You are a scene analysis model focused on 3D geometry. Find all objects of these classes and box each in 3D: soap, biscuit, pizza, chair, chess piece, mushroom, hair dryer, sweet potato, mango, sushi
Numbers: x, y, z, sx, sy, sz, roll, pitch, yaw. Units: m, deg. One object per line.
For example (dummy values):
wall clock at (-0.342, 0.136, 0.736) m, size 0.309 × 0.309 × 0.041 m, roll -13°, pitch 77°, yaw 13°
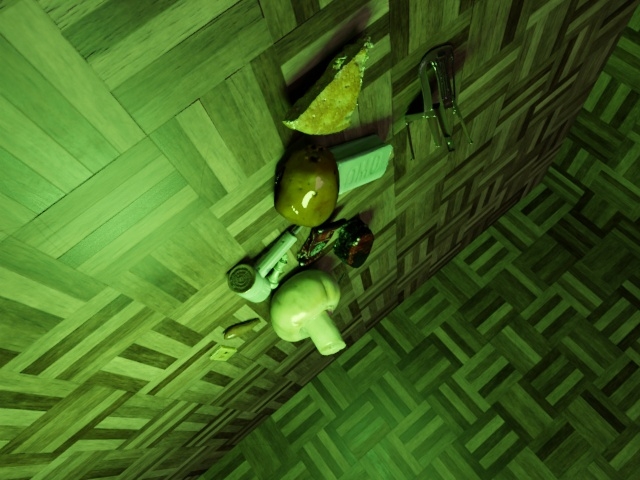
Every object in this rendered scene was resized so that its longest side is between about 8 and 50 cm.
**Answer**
soap at (0.115, -0.250, 1.509) m, size 0.261 × 0.094 × 0.150 m, roll -25°, pitch 151°, yaw -34°
biscuit at (-0.004, 0.002, 1.786) m, size 0.151 × 0.063 × 0.235 m, roll -19°, pitch 150°, yaw -42°
pizza at (0.045, -0.401, 1.183) m, size 0.279 × 0.075 × 0.288 m, roll -9°, pitch 138°, yaw -58°
chair at (0.374, -0.458, 1.537) m, size 0.175 × 0.183 × 0.327 m, roll -27°, pitch 107°, yaw -30°
chess piece at (-0.161, 0.111, 1.743) m, size 0.059 × 0.059 × 0.149 m, roll -5°, pitch 133°, yaw -54°
mushroom at (-0.069, 0.303, 1.940) m, size 0.324 × 0.353 × 0.353 m, roll 19°, pitch 121°, yaw -28°
hair dryer at (-0.162, 0.062, 1.625) m, size 0.357 × 0.107 × 0.173 m, roll -47°, pitch 159°, yaw -4°
sweet potato at (-0.322, 0.369, 1.942) m, size 0.214 × 0.050 × 0.050 m, roll -17°, pitch 146°, yaw -49°
mango at (-0.034, -0.155, 1.359) m, size 0.201 × 0.153 × 0.287 m, roll -26°, pitch 152°, yaw -22°
sushi at (0.142, 0.013, 1.967) m, size 0.136 × 0.126 × 0.225 m, roll -27°, pitch 146°, yaw -28°

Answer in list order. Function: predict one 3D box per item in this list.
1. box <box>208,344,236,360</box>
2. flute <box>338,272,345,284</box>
box at (-0.431, 0.498, 2.021) m, size 0.073 × 0.020 × 0.149 m, roll -41°, pitch 156°, yaw 0°
flute at (0.073, 0.264, 2.411) m, size 0.014 × 0.014 × 0.270 m, roll -19°, pitch 147°, yaw -42°
